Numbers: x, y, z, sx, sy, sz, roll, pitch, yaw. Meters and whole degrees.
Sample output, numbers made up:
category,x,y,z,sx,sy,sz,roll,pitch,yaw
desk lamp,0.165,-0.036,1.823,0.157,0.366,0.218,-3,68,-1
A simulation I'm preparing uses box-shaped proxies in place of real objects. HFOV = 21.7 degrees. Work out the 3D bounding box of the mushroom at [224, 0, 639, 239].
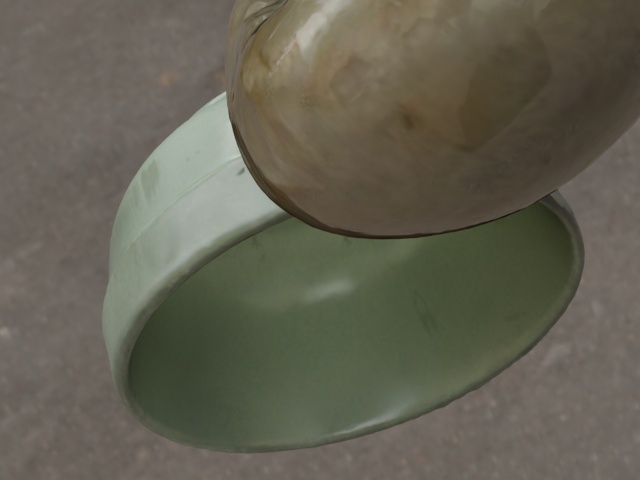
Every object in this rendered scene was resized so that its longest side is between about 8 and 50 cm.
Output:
category,x,y,z,sx,sy,sz,roll,pitch,yaw
mushroom,0.034,-0.153,0.805,0.297,0.290,0.297,-49,13,15

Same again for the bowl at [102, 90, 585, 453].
category,x,y,z,sx,sy,sz,roll,pitch,yaw
bowl,0.000,0.000,1.075,0.307,0.307,0.163,-23,57,0
